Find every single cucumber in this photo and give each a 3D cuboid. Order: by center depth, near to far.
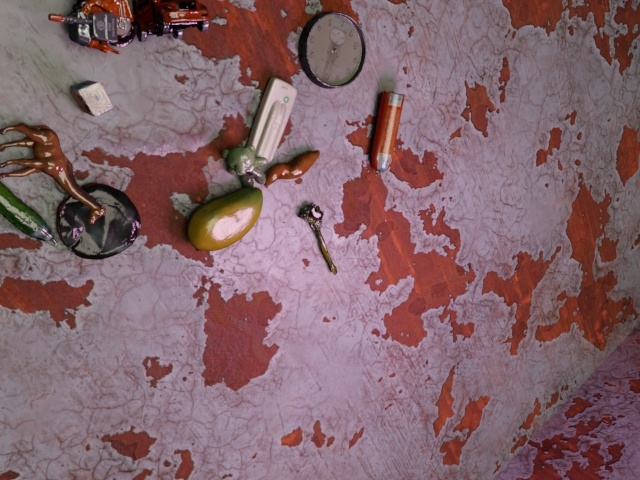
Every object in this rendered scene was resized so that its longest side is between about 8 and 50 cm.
[{"bbox_3d":[-0.696,-0.069,1.395,0.056,0.056,0.250,-47,120,-14],"label":"cucumber"}]

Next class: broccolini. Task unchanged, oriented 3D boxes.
[{"bbox_3d":[0.002,-0.005,1.889,0.058,0.071,0.254,-72,148,-51],"label":"broccolini"}]

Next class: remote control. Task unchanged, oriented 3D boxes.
[{"bbox_3d":[-0.135,-0.331,1.695,0.090,0.049,0.230,18,91,-37],"label":"remote control"}]

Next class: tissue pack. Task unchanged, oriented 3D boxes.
[{"bbox_3d":[-0.530,-0.330,1.411,0.058,0.094,0.074,-36,122,-21],"label":"tissue pack"}]

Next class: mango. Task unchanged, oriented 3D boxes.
[{"bbox_3d":[-0.253,-0.055,1.669,0.237,0.091,0.137,-24,121,-25],"label":"mango"}]

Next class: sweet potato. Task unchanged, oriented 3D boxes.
[{"bbox_3d":[-0.077,-0.209,1.762,0.202,0.058,0.055,-28,137,-25],"label":"sweet potato"}]

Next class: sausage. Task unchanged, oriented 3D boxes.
[{"bbox_3d":[0.201,-0.328,1.900,0.083,0.083,0.264,4,102,-34],"label":"sausage"}]

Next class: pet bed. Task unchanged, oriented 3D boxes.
[{"bbox_3d":[-0.547,-0.046,1.502,0.201,0.053,0.201,-10,108,-32],"label":"pet bed"}]

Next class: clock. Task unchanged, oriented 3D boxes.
[{"bbox_3d":[0.038,-0.545,1.754,0.214,0.042,0.215,-10,108,-31],"label":"clock"}]

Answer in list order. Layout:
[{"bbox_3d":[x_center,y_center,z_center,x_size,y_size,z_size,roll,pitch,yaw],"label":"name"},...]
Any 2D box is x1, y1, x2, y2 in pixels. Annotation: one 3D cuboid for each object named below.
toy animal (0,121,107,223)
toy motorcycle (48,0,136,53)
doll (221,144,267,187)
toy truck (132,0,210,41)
[{"bbox_3d":[-0.610,-0.151,1.400,0.229,0.066,0.224,0,88,-29],"label":"toy animal"},{"bbox_3d":[-0.507,-0.580,1.331,0.221,0.147,0.326,-9,106,-39],"label":"toy motorcycle"},{"bbox_3d":[-0.198,-0.194,1.660,0.115,0.078,0.150,-14,142,14],"label":"doll"},{"bbox_3d":[-0.346,-0.521,1.385,0.107,0.252,0.114,-14,106,-30],"label":"toy truck"}]
